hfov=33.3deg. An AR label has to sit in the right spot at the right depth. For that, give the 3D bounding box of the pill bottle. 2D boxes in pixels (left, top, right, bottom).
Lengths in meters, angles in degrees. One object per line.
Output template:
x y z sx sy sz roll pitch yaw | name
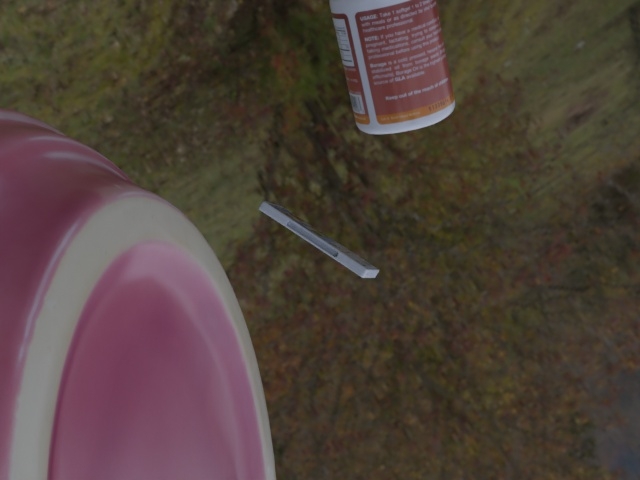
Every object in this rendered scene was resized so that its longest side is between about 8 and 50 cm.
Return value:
0.079 -0.241 1.233 0.121 0.216 0.121 -12 -160 4 | pill bottle

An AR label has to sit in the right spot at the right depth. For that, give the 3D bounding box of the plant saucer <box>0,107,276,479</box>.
-0.090 0.108 0.415 0.084 0.332 0.332 -8 170 14 | plant saucer

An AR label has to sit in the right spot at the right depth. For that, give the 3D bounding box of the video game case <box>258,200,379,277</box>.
0.000 0.000 1.059 0.011 0.122 0.087 -57 170 4 | video game case
